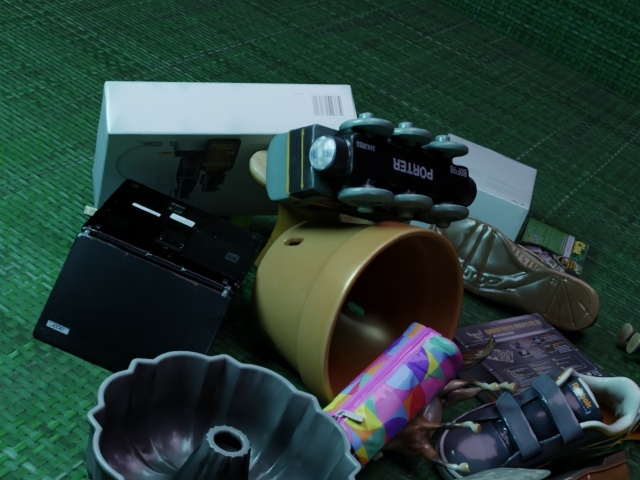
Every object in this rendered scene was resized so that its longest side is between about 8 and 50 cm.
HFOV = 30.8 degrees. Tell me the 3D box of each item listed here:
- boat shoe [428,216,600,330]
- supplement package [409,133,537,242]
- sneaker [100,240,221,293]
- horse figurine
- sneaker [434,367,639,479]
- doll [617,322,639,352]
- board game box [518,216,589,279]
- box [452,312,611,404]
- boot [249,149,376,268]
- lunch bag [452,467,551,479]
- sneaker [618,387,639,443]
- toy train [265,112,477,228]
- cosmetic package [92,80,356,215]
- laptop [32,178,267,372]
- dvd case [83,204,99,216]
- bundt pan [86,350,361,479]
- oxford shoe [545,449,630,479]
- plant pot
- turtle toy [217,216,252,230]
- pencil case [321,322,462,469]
[{"bbox_3d":[0.348,0.064,2.108,0.342,0.123,0.123,26,-1,20],"label":"boat shoe"},{"bbox_3d":[0.294,-0.076,2.246,0.194,0.149,0.203,23,28,4],"label":"supplement package"},{"bbox_3d":[-0.243,0.056,1.728,0.211,0.081,0.080,19,28,-3],"label":"sneaker"},{"bbox_3d":[0.165,0.236,1.629,0.175,0.066,0.263,-1,34,35],"label":"horse figurine"},{"bbox_3d":[0.314,0.257,1.655,0.321,0.127,0.126,-12,57,-27],"label":"sneaker"},{"bbox_3d":[0.634,0.207,2.097,0.189,0.046,0.129,19,19,-18],"label":"doll"},{"bbox_3d":[0.448,0.039,2.281,0.136,0.030,0.259,24,29,9],"label":"board game box"},{"bbox_3d":[0.329,0.205,1.885,0.231,0.056,0.183,-6,38,-41],"label":"box"},{"bbox_3d":[-0.046,-0.019,1.831,0.295,0.211,0.104,23,43,-36],"label":"boot"},{"bbox_3d":[0.212,0.381,1.395,0.235,0.168,0.287,-7,33,-42],"label":"lunch bag"},{"bbox_3d":[0.448,0.277,1.821,0.215,0.084,0.083,2,46,-26],"label":"sneaker"},{"bbox_3d":[0.079,-0.092,1.686,0.190,0.142,0.334,-7,-12,42],"label":"toy train"},{"bbox_3d":[-0.160,-0.136,1.836,0.378,0.284,0.097,-1,68,-15],"label":"cosmetic package"},{"bbox_3d":[-0.234,0.061,1.654,0.234,0.136,0.264,24,32,2],"label":"laptop"},{"bbox_3d":[-0.244,-0.002,1.795,0.221,0.018,0.164,18,-6,2],"label":"dvd case"},{"bbox_3d":[-0.126,0.280,1.379,0.331,0.124,0.330,16,30,-10],"label":"bundt pan"},{"bbox_3d":[0.363,0.358,1.640,0.212,0.076,0.076,-11,81,-30],"label":"oxford shoe"},{"bbox_3d":[0.039,0.092,1.683,0.291,0.290,0.204,-10,26,-44],"label":"plant pot"},{"bbox_3d":[-0.167,-0.065,2.005,0.095,0.066,0.130,-32,58,-29],"label":"turtle toy"},{"bbox_3d":[0.087,0.209,1.559,0.104,0.104,0.236,35,57,24],"label":"pencil case"}]
